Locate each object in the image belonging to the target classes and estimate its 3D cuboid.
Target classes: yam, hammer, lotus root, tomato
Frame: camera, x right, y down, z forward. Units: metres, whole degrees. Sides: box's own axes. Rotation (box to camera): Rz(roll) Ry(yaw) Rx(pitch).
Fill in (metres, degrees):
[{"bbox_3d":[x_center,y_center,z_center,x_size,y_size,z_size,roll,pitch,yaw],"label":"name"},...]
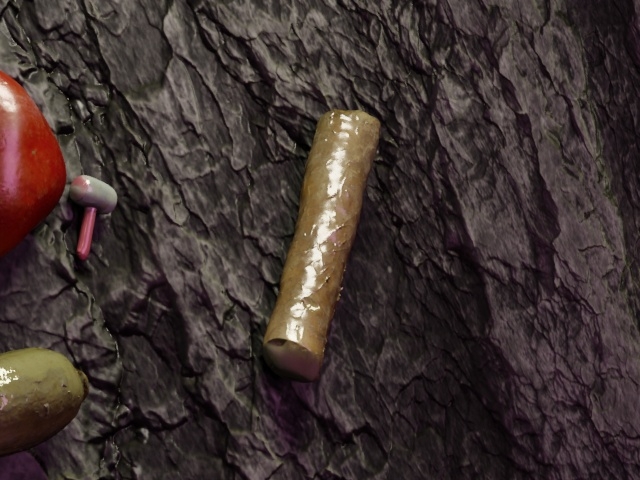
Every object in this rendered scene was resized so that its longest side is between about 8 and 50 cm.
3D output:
[{"bbox_3d":[0.000,0.000,2.001,0.081,0.081,0.356,46,44,-36],"label":"yam"},{"bbox_3d":[-0.226,-0.020,1.734,0.052,0.031,0.083,26,63,-43],"label":"hammer"},{"bbox_3d":[-0.265,0.142,1.564,0.077,0.090,0.183,40,25,23],"label":"lotus root"},{"bbox_3d":[-0.294,-0.080,1.613,0.166,0.082,0.174,-50,121,-49],"label":"tomato"}]
